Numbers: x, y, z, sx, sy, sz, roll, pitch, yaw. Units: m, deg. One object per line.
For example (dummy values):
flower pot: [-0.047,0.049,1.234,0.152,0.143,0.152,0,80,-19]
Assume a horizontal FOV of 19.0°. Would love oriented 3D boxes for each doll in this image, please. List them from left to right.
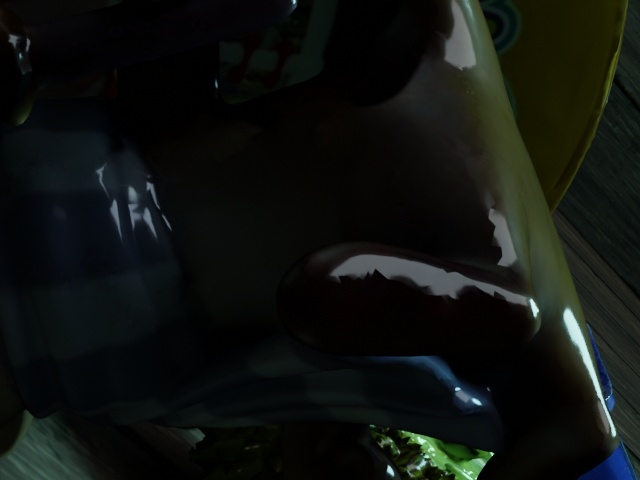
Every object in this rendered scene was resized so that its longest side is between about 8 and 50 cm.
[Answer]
doll: [-0.073,0.007,0.706,0.209,0.340,0.318,-74,154,-60]

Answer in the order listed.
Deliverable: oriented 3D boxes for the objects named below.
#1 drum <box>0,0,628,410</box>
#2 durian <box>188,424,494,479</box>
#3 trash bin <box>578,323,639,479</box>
drum: [-0.075,-0.139,0.895,0.431,0.431,0.214,47,12,-21]
durian: [0.033,0.139,1.048,0.237,0.176,0.200,54,1,-10]
trash bin: [0.167,0.195,1.459,0.234,0.184,0.162,60,11,-20]
